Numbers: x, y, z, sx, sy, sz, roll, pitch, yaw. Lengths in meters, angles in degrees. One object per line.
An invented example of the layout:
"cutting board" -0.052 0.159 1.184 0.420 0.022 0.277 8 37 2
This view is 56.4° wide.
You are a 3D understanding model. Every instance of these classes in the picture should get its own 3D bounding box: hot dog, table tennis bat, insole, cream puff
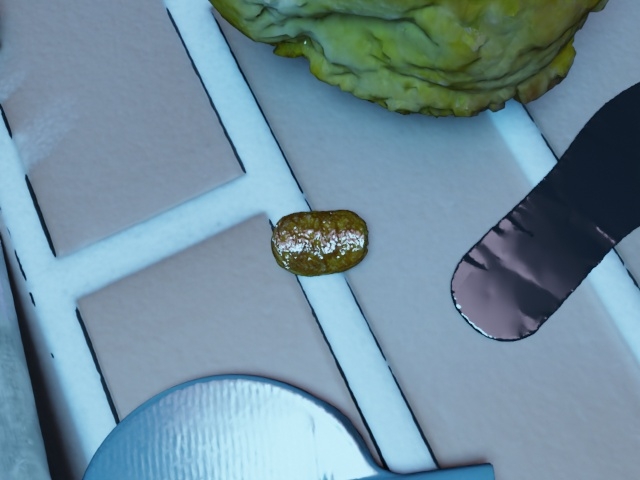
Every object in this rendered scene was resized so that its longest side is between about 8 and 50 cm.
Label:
"hot dog" 0.000 0.000 0.511 0.083 0.035 0.058 -4 75 3
"table tennis bat" -0.031 0.208 0.459 0.329 0.044 0.215 -7 74 4
"insole" 0.254 -0.043 0.522 0.348 0.009 0.119 -41 76 -7
"cream puff" 0.063 -0.241 0.468 0.342 0.231 0.327 -22 76 -3

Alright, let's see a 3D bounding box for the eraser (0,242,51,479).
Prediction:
"eraser" -0.311 0.169 0.413 0.213 0.082 0.397 -26 61 -4
